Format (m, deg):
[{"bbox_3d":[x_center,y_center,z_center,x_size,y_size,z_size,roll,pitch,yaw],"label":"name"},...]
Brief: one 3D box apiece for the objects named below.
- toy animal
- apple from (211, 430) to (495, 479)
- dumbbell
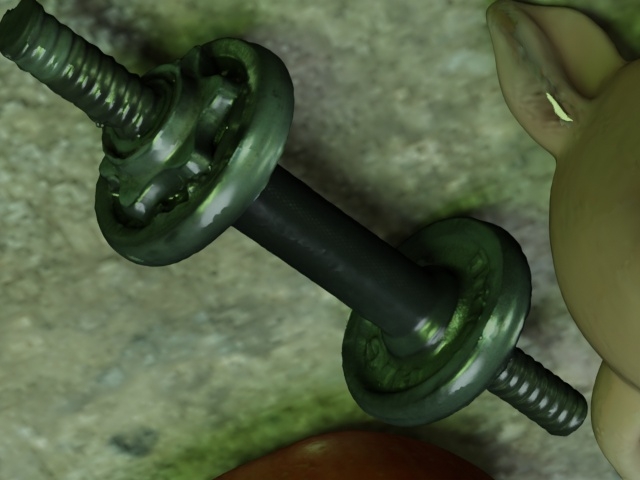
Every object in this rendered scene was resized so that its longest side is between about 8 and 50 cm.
[{"bbox_3d":[0.190,-0.022,0.592,0.250,0.166,0.154,-13,173,9],"label":"toy animal"},{"bbox_3d":[0.013,0.172,0.702,0.199,0.199,0.199,-4,130,-5],"label":"apple"},{"bbox_3d":[0.000,0.000,0.622,0.254,0.081,0.081,35,117,-31],"label":"dumbbell"}]
